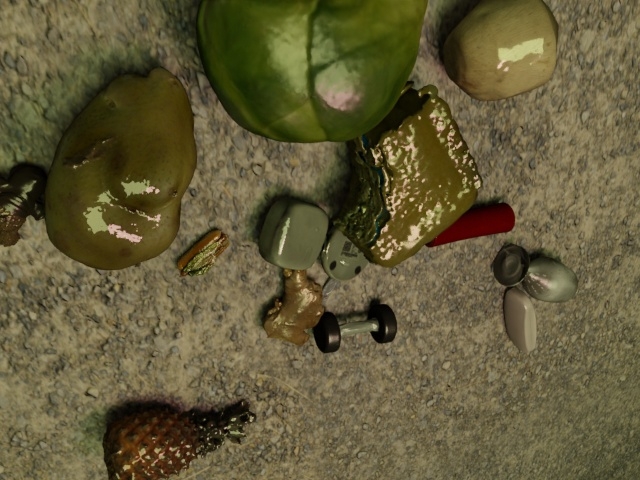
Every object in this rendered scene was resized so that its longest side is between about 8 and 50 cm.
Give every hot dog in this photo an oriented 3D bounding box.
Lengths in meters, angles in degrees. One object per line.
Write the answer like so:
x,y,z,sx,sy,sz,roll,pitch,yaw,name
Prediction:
-0.239,0.031,1.156,0.133,0.041,0.056,-40,128,3,hot dog

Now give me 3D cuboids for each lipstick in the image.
0.357,-0.039,1.369,0.241,0.080,0.080,-11,124,-20,lipstick

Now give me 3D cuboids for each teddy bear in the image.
-0.522,-0.055,0.946,0.119,0.078,0.160,34,103,-33,teddy bear

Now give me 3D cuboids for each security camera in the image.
0.000,0.000,1.231,0.301,0.080,0.157,13,98,-43,security camera

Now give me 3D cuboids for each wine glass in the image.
0.592,0.097,1.538,0.241,0.126,0.126,19,111,-30,wine glass

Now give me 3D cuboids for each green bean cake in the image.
0.128,-0.136,1.117,0.285,0.202,0.310,-35,126,-5,green bean cake

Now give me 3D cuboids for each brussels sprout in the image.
-0.004,-0.319,0.912,0.371,0.276,0.315,-35,115,-11,brussels sprout

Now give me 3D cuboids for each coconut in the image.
0.356,-0.373,1.086,0.224,0.224,0.224,-12,124,-18,coconut

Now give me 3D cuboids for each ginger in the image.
-0.052,0.149,1.302,0.137,0.074,0.213,11,109,-30,ginger

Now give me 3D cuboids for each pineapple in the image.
-0.319,0.464,1.329,0.361,0.175,0.175,-4,122,-33,pineapple

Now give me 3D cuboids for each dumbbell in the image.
0.084,0.215,1.388,0.191,0.100,0.100,-4,121,-23,dumbbell

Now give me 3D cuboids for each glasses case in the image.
0.581,0.235,1.640,0.059,0.092,0.233,-28,126,-13,glasses case

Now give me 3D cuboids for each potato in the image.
-0.320,-0.119,0.934,0.218,0.202,0.351,17,99,-20,potato

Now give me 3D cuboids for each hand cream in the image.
0.018,0.116,1.346,0.030,0.019,0.093,14,115,-30,hand cream
